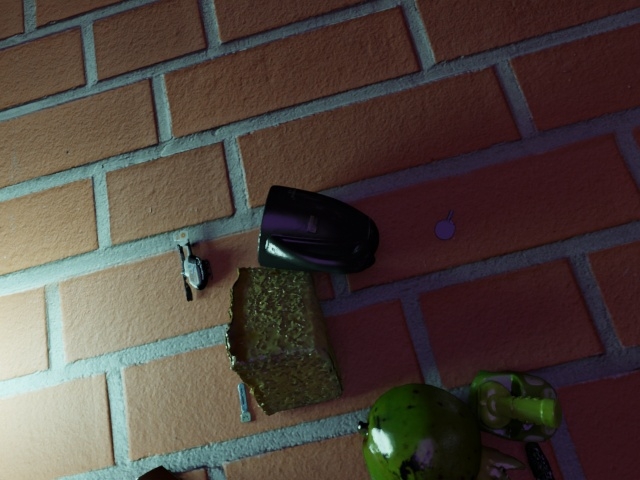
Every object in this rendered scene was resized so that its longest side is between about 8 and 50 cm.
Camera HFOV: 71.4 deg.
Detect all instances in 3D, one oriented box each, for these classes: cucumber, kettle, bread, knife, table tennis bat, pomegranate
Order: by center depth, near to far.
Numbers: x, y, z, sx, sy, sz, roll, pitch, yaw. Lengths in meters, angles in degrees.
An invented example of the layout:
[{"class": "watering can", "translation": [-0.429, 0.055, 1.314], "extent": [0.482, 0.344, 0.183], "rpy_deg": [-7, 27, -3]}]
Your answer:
[{"class": "pomegranate", "translation": [0.244, 0.445, 0.932], "extent": [0.340, 0.260, 0.261], "rpy_deg": [14, 78, 16]}, {"class": "cucumber", "translation": [0.516, 0.572, 0.966], "extent": [0.044, 0.043, 0.257], "rpy_deg": [-24, 74, 7]}, {"class": "kettle", "translation": [0.000, 0.000, 1.087], "extent": [0.290, 0.268, 0.208], "rpy_deg": [10, 117, 1]}, {"class": "knife", "translation": [-0.195, 0.410, 1.128], "extent": [0.027, 0.010, 0.096], "rpy_deg": [-13, 74, 4]}, {"class": "bread", "translation": [-0.093, 0.244, 1.130], "extent": [0.248, 0.279, 0.315], "rpy_deg": [-13, 32, 4]}, {"class": "table tennis bat", "translation": [0.331, -0.041, 1.168], "extent": [0.050, 0.007, 0.083], "rpy_deg": [20, 81, 13]}]

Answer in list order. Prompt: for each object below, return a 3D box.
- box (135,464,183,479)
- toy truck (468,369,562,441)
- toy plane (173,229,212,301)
[{"class": "box", "translation": [-0.355, 0.789, 0.997], "extent": [0.344, 0.122, 0.386], "rpy_deg": [28, 81, 14]}, {"class": "toy truck", "translation": [0.415, 0.358, 0.963], "extent": [0.186, 0.210, 0.149], "rpy_deg": [1, 75, 27]}, {"class": "toy plane", "translation": [-0.352, 0.062, 1.221], "extent": [0.078, 0.053, 0.197], "rpy_deg": [-21, 78, 12]}]
